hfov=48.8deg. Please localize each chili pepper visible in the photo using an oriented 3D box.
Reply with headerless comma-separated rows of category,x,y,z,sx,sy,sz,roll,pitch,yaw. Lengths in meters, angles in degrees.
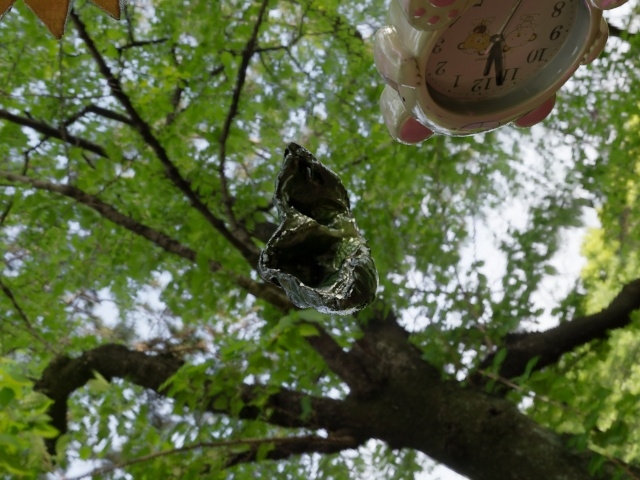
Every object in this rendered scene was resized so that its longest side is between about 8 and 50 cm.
chili pepper,-0.005,0.007,0.980,0.116,0.264,0.148,-36,-43,23

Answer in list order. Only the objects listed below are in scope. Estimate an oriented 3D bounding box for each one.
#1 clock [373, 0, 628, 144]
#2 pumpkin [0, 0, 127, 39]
clock,0.202,-0.243,0.834,0.284,0.114,0.309,-11,-32,-11
pumpkin,-0.162,-0.251,0.506,0.130,0.254,0.149,64,-166,-49
